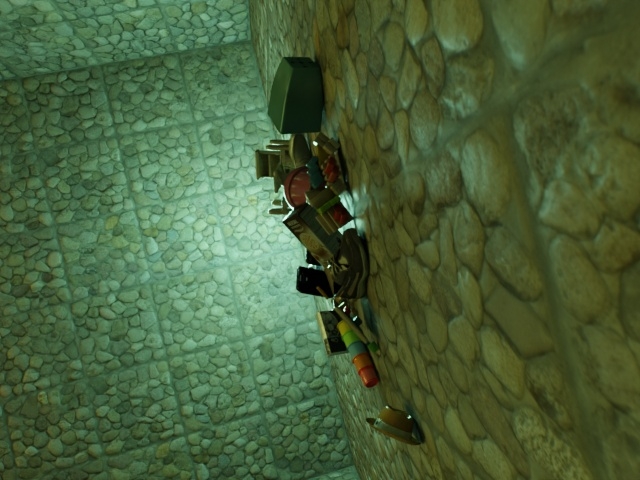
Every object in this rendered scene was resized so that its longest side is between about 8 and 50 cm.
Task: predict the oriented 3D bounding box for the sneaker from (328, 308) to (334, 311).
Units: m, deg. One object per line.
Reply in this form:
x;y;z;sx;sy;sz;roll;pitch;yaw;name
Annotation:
0.085;0.444;2.241;0.100;0.108;0.271;-114;11;-45;sneaker

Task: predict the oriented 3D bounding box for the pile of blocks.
0.019;-0.199;1.462;0.113;0.149;0.361;-171;68;-82;pile of blocks

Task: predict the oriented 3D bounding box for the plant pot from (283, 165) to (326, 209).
-0.025;-0.201;1.694;0.180;0.202;0.201;15;119;64;plant pot

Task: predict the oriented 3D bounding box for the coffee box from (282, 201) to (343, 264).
-0.015;-0.027;1.644;0.246;0.098;0.141;48;151;-14;coffee box

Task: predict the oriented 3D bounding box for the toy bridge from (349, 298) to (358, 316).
0.137;0.240;1.818;0.063;0.026;0.188;-113;13;-56;toy bridge

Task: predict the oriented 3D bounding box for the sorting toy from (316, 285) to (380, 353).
0.115;0.297;1.627;0.347;0.047;0.196;48;178;-4;sorting toy

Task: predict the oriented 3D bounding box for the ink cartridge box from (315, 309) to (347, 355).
0.092;0.431;1.990;0.045;0.209;0.206;-41;56;42;ink cartridge box

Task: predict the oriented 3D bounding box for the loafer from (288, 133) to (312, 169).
-0.080;-0.375;2.077;0.111;0.112;0.319;30;136;63;loafer

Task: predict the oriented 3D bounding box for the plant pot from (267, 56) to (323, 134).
-0.085;-0.540;1.546;0.234;0.166;0.165;102;149;-41;plant pot

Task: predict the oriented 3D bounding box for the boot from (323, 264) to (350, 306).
0.069;0.164;1.988;0.236;0.089;0.269;70;-179;-54;boot

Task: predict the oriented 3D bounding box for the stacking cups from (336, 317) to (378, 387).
0.166;0.492;1.835;0.095;0.096;0.316;85;167;-45;stacking cups

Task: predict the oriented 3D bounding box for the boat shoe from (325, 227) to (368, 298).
0.093;0.105;1.514;0.355;0.131;0.132;84;169;-45;boat shoe

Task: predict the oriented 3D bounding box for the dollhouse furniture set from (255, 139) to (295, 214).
-0.258;-0.379;2.333;0.394;0.257;0.361;-85;-4;-65;dollhouse furniture set

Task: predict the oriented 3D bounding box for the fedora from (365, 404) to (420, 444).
0.239;0.580;1.341;0.194;0.195;0.079;114;178;-77;fedora

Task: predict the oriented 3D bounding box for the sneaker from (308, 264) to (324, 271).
-0.023;0.131;2.332;0.110;0.122;0.283;61;-179;-27;sneaker

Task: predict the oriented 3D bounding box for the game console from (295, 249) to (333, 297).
-0.013;0.111;2.159;0.044;0.214;0.360;-40;42;55;game console
